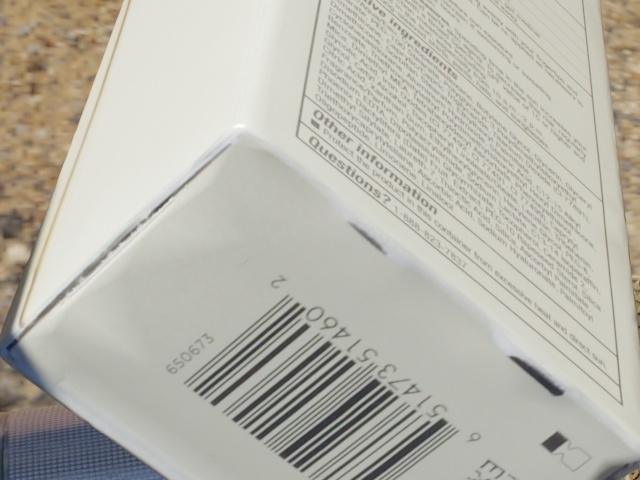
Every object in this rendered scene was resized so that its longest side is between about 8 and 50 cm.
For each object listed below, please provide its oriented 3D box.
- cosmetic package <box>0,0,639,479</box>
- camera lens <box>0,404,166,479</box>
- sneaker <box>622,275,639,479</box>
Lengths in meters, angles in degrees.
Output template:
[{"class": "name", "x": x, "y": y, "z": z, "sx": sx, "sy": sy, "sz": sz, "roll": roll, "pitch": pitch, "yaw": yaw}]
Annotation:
[{"class": "cosmetic package", "x": 0.013, "y": -0.041, "z": 0.614, "sx": 0.160, "sy": 0.309, "sz": 0.113, "roll": 39, "pitch": 118, "yaw": -19}, {"class": "camera lens", "x": -0.053, "y": 0.181, "z": 0.888, "sx": 0.274, "sy": 0.219, "sz": 0.219, "roll": -8, "pitch": 89, "yaw": -4}, {"class": "sneaker", "x": 0.239, "y": 0.120, "z": 1.324, "sx": 0.064, "sy": 0.086, "sz": 0.192, "roll": -11, "pitch": 90, "yaw": -6}]
